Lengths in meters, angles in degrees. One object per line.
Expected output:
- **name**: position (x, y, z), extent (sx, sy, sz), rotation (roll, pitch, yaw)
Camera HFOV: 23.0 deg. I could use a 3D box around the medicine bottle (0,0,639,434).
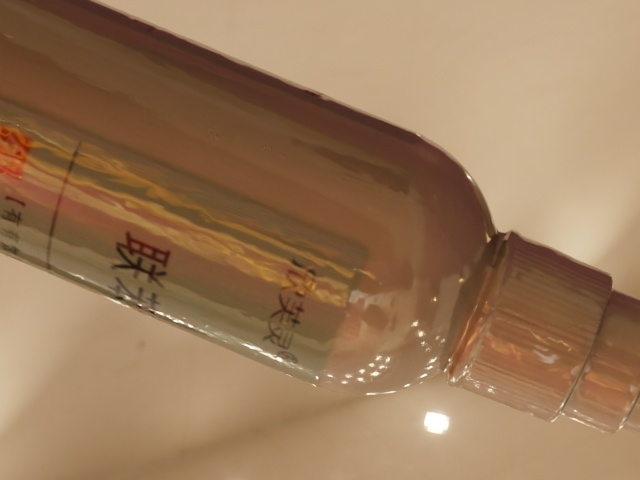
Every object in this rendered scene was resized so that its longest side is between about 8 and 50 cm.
- **medicine bottle**: position (0.000, 0.000, 0.630), extent (0.352, 0.110, 0.110), rotation (23, -150, 2)
